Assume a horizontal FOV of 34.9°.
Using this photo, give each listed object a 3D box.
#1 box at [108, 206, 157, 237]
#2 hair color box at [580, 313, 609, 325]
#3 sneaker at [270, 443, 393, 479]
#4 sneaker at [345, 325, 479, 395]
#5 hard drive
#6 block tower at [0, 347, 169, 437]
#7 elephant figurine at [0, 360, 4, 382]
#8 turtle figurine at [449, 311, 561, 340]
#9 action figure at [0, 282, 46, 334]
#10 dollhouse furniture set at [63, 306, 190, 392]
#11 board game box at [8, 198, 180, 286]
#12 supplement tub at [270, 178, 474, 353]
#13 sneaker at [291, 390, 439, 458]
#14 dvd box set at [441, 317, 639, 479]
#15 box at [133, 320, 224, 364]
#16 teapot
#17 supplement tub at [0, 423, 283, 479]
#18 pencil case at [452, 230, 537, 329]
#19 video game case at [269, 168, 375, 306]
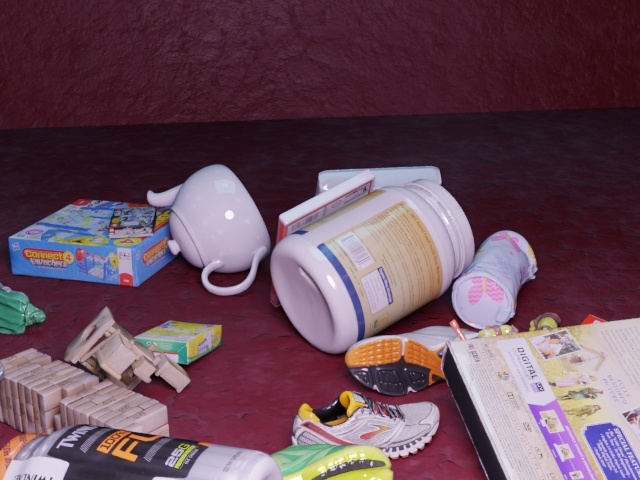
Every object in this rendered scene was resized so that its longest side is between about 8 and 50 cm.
[{"bbox_3d":[-0.406,-0.040,2.207,0.094,0.027,0.137,-4,19,-5],"label":"box"},{"bbox_3d":[0.461,0.183,1.600,0.043,0.141,0.072,-47,37,-15],"label":"hair color box"},{"bbox_3d":[-0.055,0.325,1.311,0.296,0.109,0.123,-6,-6,-5],"label":"sneaker"},{"bbox_3d":[0.158,0.191,1.691,0.262,0.099,0.121,1,10,-18],"label":"sneaker"},{"bbox_3d":[0.099,-0.045,2.081,0.233,0.047,0.353,-3,-24,-6],"label":"hard drive"},{"bbox_3d":[-0.359,0.255,1.511,0.335,0.091,0.097,15,25,38],"label":"block tower"},{"bbox_3d":[-0.584,0.235,1.458,0.169,0.186,0.239,12,-2,-38],"label":"elephant figurine"},{"bbox_3d":[0.350,0.172,1.625,0.269,0.087,0.217,31,20,18],"label":"turtle figurine"},{"bbox_3d":[-0.621,0.121,1.916,0.232,0.137,0.063,14,10,16],"label":"action figure"},{"bbox_3d":[-0.291,0.220,1.584,0.101,0.182,0.161,-46,27,-1],"label":"dollhouse furniture set"},{"bbox_3d":[-0.478,-0.002,2.277,0.302,0.086,0.308,4,20,17],"label":"board game box"},{"bbox_3d":[0.095,0.039,1.819,0.316,0.228,0.228,-28,29,-25],"label":"supplement tub"},{"bbox_3d":[0.068,0.262,1.461,0.225,0.092,0.088,-7,20,-20],"label":"sneaker"},{"bbox_3d":[0.410,0.239,1.390,0.420,0.062,0.307,-6,43,-14],"label":"dvd box set"},{"bbox_3d":[-0.244,0.174,1.781,0.105,0.043,0.179,4,9,16],"label":"box"},{"bbox_3d":[-0.233,-0.022,2.151,0.187,0.252,0.256,-31,12,-15],"label":"teapot"},{"bbox_3d":[-0.213,0.317,1.164,0.316,0.193,0.193,5,20,17],"label":"supplement tub"},{"bbox_3d":[0.338,0.075,1.967,0.124,0.113,0.273,42,28,5],"label":"pencil case"},{"bbox_3d":[0.000,0.000,1.926,0.204,0.285,0.025,-29,63,-24],"label":"video game case"}]
